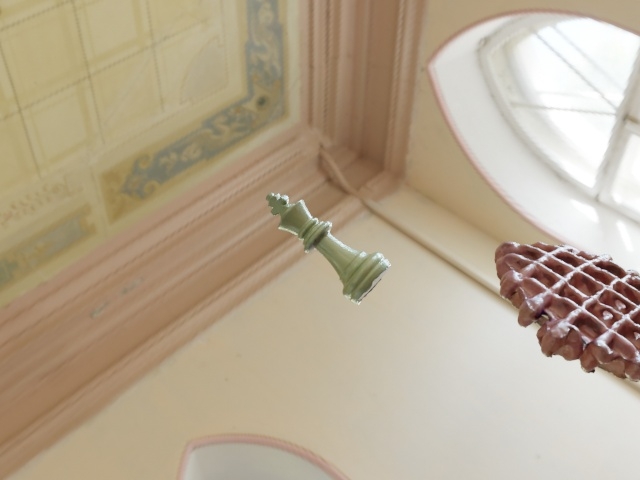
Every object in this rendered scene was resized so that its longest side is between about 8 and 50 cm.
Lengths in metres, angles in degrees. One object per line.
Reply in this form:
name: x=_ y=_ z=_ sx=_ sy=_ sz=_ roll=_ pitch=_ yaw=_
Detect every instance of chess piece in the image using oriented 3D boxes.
chess piece: x=0.000 y=0.000 z=0.839 sx=0.059 sy=0.149 sz=0.059 roll=-48 pitch=-11 yaw=-12

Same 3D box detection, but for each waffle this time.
waffle: x=0.284 y=0.068 z=0.822 sx=0.234 sy=0.221 sz=0.056 roll=-96 pitch=22 yaw=-63
